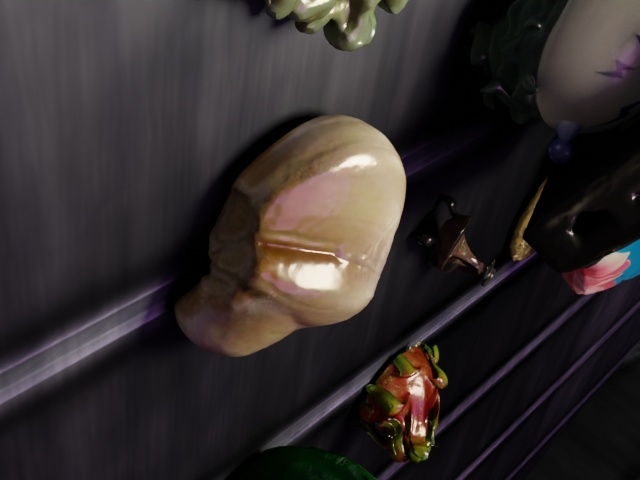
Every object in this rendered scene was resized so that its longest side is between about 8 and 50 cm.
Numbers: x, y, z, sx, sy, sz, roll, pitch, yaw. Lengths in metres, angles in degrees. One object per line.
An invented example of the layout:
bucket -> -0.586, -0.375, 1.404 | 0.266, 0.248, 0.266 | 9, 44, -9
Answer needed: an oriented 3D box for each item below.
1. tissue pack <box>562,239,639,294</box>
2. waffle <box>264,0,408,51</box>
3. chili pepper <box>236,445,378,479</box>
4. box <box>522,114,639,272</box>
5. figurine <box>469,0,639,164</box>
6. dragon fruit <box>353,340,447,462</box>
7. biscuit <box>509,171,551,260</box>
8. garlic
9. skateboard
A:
tissue pack -> 0.458, -0.061, 1.599 | 0.209, 0.137, 0.269 | -24, 147, -21
waffle -> 0.049, -0.276, 0.720 | 0.309, 0.056, 0.292 | -59, 157, 3
chili pepper -> -0.004, 0.371, 1.272 | 0.248, 0.257, 0.233 | -55, 153, -3
box -> 0.380, -0.125, 1.153 | 0.359, 0.091, 0.350 | -35, -173, 28
figurine -> 0.305, -0.261, 1.091 | 0.382, 0.186, 0.261 | -51, 133, 3
dragon fruit -> 0.114, 0.227, 1.510 | 0.142, 0.175, 0.138 | -27, 150, 13
biscuit -> 0.352, -0.060, 1.662 | 0.220, 0.033, 0.220 | -43, 156, -24
garlic -> 0.000, 0.000, 0.951 | 0.228, 0.110, 0.217 | -10, 128, -59
skateboard -> 0.170, 0.011, 1.333 | 0.067, 0.080, 0.151 | -57, 161, -10
